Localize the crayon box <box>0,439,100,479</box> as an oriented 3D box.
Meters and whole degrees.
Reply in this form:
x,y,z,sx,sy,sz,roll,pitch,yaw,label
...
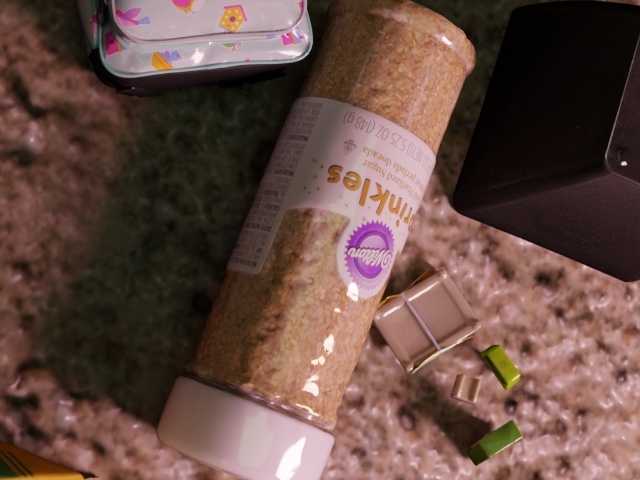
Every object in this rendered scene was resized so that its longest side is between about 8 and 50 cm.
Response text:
x,y,z,sx,sy,sz,roll,pitch,yaw,label
-0.234,0.218,0.652,0.083,0.323,0.203,21,80,5,crayon box

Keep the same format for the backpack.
x,y,z,sx,sy,sz,roll,pitch,yaw,label
-0.093,-0.208,0.793,0.166,0.144,0.188,-8,87,-13,backpack

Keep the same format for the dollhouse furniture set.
x,y,z,sx,sy,sz,roll,pitch,yaw,label
0.106,0.102,0.907,0.076,0.058,0.151,-31,78,-10,dollhouse furniture set

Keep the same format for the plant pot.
x,y,z,sx,sy,sz,roll,pitch,yaw,label
0.244,-0.085,0.887,0.187,0.167,0.188,21,80,-17,plant pot

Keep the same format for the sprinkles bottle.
x,y,z,sx,sy,sz,roll,pitch,yaw,label
0.000,0.000,0.824,0.121,0.121,0.355,24,80,-16,sprinkles bottle
